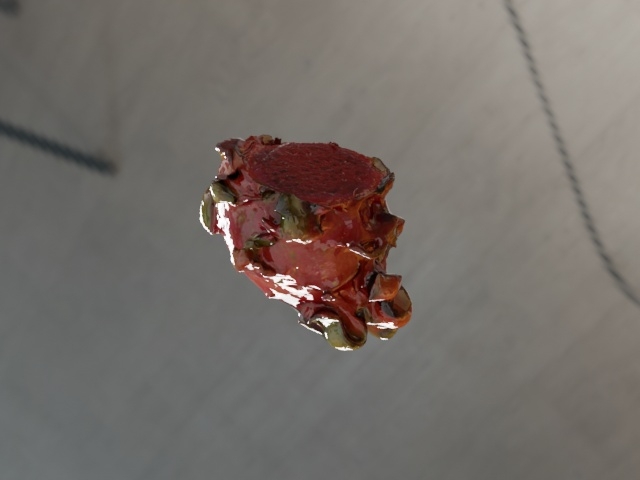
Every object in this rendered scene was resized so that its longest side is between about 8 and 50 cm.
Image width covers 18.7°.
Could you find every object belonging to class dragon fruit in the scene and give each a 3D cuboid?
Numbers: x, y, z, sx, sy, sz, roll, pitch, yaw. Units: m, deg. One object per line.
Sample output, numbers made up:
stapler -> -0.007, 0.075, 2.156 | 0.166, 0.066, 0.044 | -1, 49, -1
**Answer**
dragon fruit -> 0.000, 0.000, 1.442 | 0.150, 0.133, 0.207 | -25, 119, 25
